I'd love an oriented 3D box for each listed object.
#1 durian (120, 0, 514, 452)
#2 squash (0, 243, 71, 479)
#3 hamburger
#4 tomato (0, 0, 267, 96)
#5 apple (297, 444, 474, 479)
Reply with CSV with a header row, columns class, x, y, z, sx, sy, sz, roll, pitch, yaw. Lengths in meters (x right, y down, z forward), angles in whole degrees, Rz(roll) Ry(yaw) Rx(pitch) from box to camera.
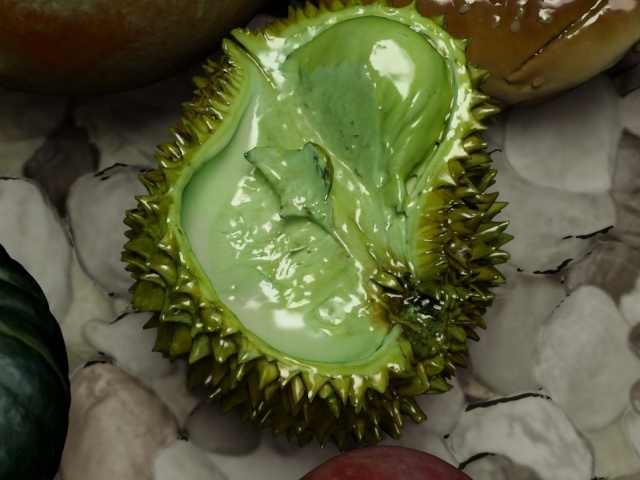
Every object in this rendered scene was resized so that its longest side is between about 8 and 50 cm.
class,x,y,z,sx,sy,sz,roll,pitch,yaw
durian,0.001,-0.003,0.726,0.200,0.176,0.236,6,59,11
squash,-0.230,0.076,0.674,0.218,0.172,0.218,-1,63,1
hamburger,0.103,-0.189,0.837,0.243,0.146,0.286,-41,77,-12
tomato,-0.123,-0.198,0.761,0.223,0.270,0.270,43,67,-21
apple,0.028,0.177,0.671,0.153,0.120,0.153,-1,91,-25
